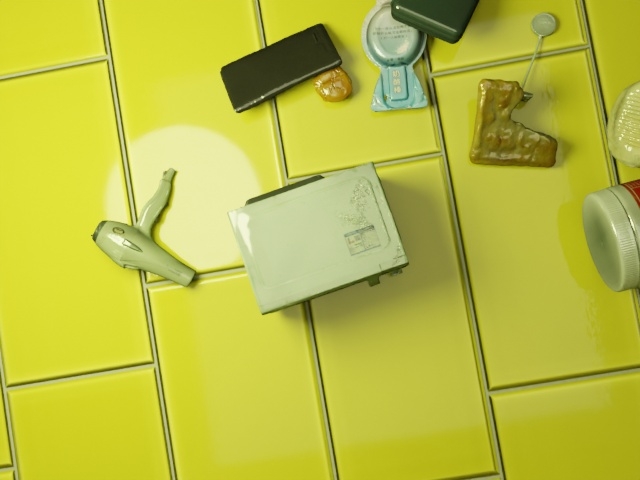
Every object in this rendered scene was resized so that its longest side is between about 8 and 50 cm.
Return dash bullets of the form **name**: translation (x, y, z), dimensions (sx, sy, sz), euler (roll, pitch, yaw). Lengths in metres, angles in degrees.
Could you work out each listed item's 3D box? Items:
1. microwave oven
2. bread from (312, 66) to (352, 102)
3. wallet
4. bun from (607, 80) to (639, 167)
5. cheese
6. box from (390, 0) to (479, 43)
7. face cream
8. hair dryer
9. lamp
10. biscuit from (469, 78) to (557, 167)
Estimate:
- **microwave oven**: translation (0.000, 0.000, 1.492), dimensions (0.295, 0.181, 0.237), euler (-19, 84, 3)
- **bread**: translation (0.025, -0.326, 1.575), dimensions (0.081, 0.046, 0.083), euler (-7, 85, 1)
- **wallet**: translation (-0.085, -0.359, 1.572), dimensions (0.244, 0.025, 0.124), euler (-24, 62, 2)
- **bun**: translation (0.656, -0.231, 1.500), dimensions (0.164, 0.111, 0.188), euler (13, 91, 22)
- **cheese**: translation (0.154, -0.389, 1.566), dimensions (0.135, 0.052, 0.245), euler (-4, 87, 5)
- **box**: translation (0.251, -0.522, 1.540), dimensions (0.160, 0.050, 0.230), euler (24, 73, 3)
- **face cream**: translation (0.624, -0.019, 1.439), dimensions (0.187, 0.201, 0.201), euler (-15, 86, 3)
- **hair dryer**: translation (-0.326, -0.005, 1.582), dimensions (0.225, 0.088, 0.219), euler (-42, 92, -14)
- **lamp**: translation (0.437, -0.378, 1.548), dimensions (0.050, 0.056, 0.198), euler (18, 85, 8)
- **biscuit**: translation (0.389, -0.234, 1.518), dimensions (0.174, 0.039, 0.183), euler (1, 114, 7)
